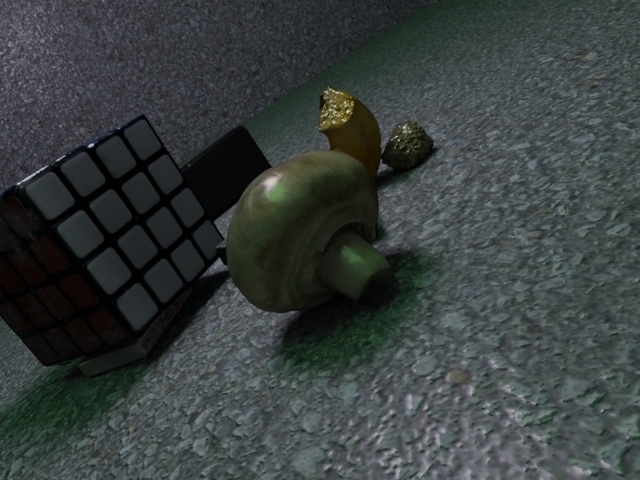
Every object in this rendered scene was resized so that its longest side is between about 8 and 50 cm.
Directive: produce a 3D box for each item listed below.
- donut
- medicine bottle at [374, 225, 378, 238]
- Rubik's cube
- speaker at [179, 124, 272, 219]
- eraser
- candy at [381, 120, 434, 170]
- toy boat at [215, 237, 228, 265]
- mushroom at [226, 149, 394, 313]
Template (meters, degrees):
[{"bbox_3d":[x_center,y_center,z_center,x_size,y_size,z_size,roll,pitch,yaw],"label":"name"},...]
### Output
[{"bbox_3d":[0.061,-0.182,1.338,0.101,0.259,0.152,11,6,42],"label":"donut"},{"bbox_3d":[-0.005,-0.032,1.168,0.201,0.052,0.171,-13,19,-2],"label":"medicine bottle"},{"bbox_3d":[-0.462,0.002,1.277,0.344,0.344,0.337,-17,23,35],"label":"Rubik's cube"},{"bbox_3d":[-0.353,-0.168,1.936,0.388,0.180,0.184,-43,17,-31],"label":"speaker"},{"bbox_3d":[-0.370,0.174,1.295,0.157,0.038,0.230,-22,20,24],"label":"eraser"},{"bbox_3d":[0.184,-0.200,1.362,0.110,0.085,0.095,-53,18,-24],"label":"candy"},{"bbox_3d":[-0.091,-0.053,1.365,0.141,0.092,0.319,-5,31,37],"label":"toy boat"},{"bbox_3d":[0.000,0.000,0.928,0.234,0.254,0.260,29,94,29],"label":"mushroom"}]
